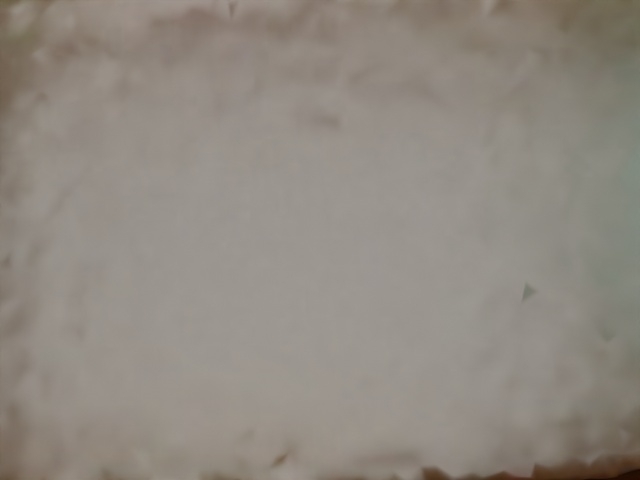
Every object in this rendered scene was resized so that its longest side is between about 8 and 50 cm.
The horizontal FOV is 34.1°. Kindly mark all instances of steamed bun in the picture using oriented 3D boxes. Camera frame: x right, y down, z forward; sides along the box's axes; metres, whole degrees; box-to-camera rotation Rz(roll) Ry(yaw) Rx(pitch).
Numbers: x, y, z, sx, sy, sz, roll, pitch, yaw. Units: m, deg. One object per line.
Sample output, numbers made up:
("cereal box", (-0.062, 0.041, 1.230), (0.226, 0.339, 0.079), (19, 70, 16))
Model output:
("steamed bun", (0.000, 0.000, 0.463), (0.379, 0.248, 0.235), (-4, 83, 10))
